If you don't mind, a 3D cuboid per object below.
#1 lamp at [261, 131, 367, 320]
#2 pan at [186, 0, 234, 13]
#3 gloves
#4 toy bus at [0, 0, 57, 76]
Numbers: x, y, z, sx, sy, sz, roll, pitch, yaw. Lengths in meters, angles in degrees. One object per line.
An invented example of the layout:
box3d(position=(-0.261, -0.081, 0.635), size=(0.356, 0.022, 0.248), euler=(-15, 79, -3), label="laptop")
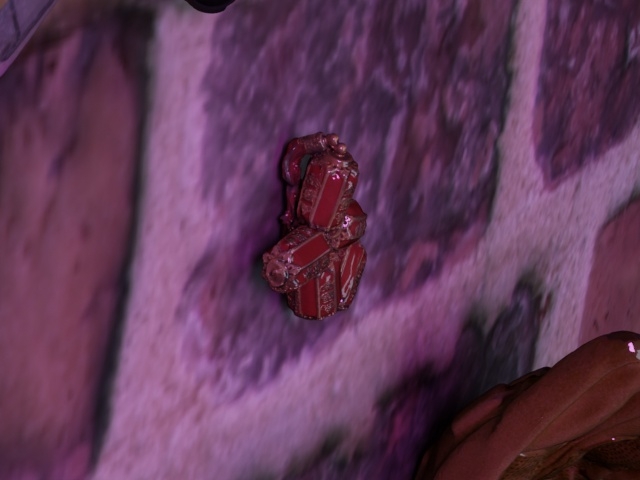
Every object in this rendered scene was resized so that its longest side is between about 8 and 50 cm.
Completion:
box3d(position=(0.000, 0.000, 0.739), size=(0.063, 0.031, 0.083), euler=(-67, 159, -13), label="lamp")
box3d(position=(-0.046, -0.099, 0.573), size=(0.115, 0.023, 0.068), euler=(-37, 138, -59), label="pan")
box3d(position=(0.116, 0.155, 0.963), size=(0.154, 0.141, 0.331), euler=(-22, 139, -30), label="gloves")
box3d(position=(-0.064, -0.122, 0.481), size=(0.172, 0.057, 0.072), euler=(-59, 158, -30), label="toy bus")
